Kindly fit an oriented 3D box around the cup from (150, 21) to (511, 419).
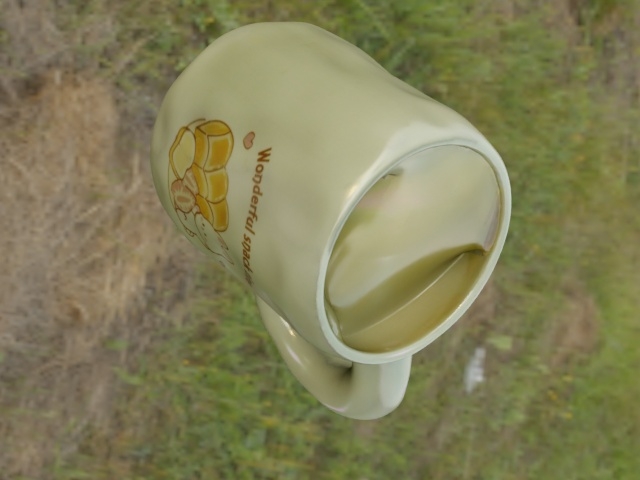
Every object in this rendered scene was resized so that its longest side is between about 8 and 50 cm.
[{"bbox_3d":[0.014,-0.014,0.914,0.173,0.202,0.255,-42,138,-11],"label":"cup"}]
